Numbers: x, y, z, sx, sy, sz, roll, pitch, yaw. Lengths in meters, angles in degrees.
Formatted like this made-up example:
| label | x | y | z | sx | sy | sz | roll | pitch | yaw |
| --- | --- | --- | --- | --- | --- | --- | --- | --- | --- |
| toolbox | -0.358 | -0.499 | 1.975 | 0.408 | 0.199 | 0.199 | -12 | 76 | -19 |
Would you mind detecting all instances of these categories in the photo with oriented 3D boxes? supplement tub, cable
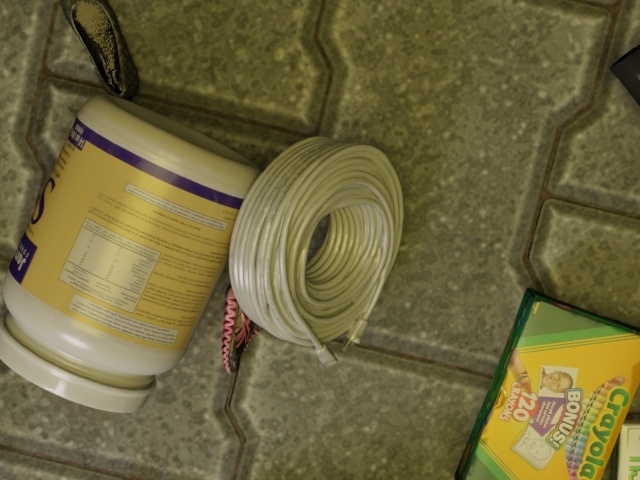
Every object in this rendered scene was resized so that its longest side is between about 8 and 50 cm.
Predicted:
| label | x | y | z | sx | sy | sz | roll | pitch | yaw |
| --- | --- | --- | --- | --- | --- | --- | --- | --- | --- |
| supplement tub | -0.239 | 0.015 | 1.553 | 0.241 | 0.241 | 0.331 | 26 | 96 | -2 |
| cable | 0.000 | 0.000 | 1.554 | 0.089 | 0.257 | 0.257 | 23 | 79 | 38 |

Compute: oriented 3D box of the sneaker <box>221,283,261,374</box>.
| label | x | y | z | sx | sy | sz | roll | pitch | yaw |
| --- | --- | --- | --- | --- | --- | --- | --- | --- | --- |
| sneaker | -0.100 | 0.117 | 1.665 | 0.057 | 0.047 | 0.119 | 5 | 98 | -11 |

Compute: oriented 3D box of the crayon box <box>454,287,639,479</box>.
| label | x | y | z | sx | sy | sz | roll | pitch | yaw |
| --- | --- | --- | --- | --- | --- | --- | --- | --- | --- |
| crayon box | 0.298 | 0.220 | 1.646 | 0.165 | 0.081 | 0.279 | 19 | 97 | -1 |

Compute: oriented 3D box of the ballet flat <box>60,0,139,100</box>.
| label | x | y | z | sx | sy | sz | roll | pitch | yaw |
| --- | --- | --- | --- | --- | --- | --- | --- | --- | --- |
| ballet flat | -0.278 | -0.258 | 1.616 | 0.057 | 0.049 | 0.173 | -28 | 95 | 4 |

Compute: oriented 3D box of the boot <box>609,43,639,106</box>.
| label | x | y | z | sx | sy | sz | roll | pitch | yaw |
| --- | --- | --- | --- | --- | --- | --- | --- | --- | --- |
| boot | 0.493 | -0.048 | 1.573 | 0.367 | 0.146 | 0.445 | -33 | 99 | -5 |

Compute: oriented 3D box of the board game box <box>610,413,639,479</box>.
| label | x | y | z | sx | sy | sz | roll | pitch | yaw |
| --- | --- | --- | --- | --- | --- | --- | --- | --- | --- |
| board game box | 0.478 | 0.382 | 1.676 | 0.192 | 0.053 | 0.305 | 0 | 97 | 2 |
